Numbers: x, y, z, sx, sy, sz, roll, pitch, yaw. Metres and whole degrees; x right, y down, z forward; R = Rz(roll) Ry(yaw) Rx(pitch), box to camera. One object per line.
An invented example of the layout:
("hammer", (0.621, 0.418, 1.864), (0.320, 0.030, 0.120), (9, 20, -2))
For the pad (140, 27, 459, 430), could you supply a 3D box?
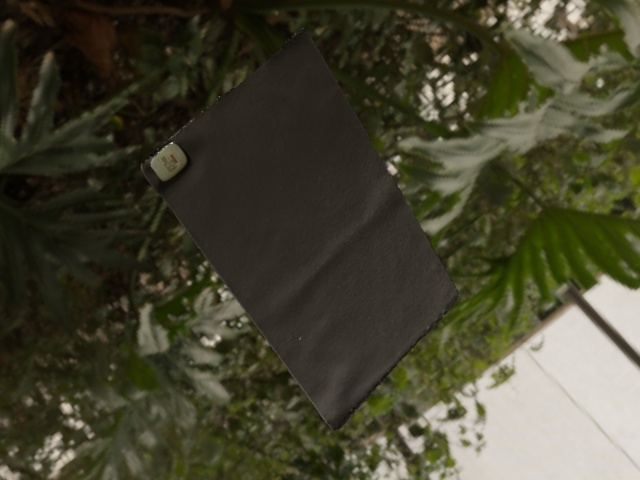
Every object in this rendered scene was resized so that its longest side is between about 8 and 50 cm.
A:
("pad", (0.000, 0.000, 0.476), (0.116, 0.193, 0.004), (-44, -151, -20))
